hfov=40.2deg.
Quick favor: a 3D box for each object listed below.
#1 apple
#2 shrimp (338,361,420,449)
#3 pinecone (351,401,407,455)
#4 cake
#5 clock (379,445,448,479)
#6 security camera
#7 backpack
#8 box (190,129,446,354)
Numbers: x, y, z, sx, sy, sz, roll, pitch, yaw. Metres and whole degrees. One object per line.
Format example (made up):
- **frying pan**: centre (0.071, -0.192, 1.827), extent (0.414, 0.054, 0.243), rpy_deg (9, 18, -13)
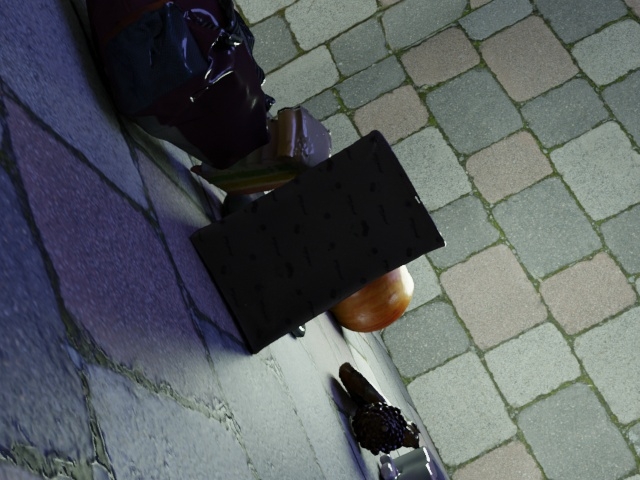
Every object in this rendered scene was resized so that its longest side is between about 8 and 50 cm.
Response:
- **apple**: centre (0.120, 0.112, 2.373), extent (0.286, 0.233, 0.286), rpy_deg (61, 4, -6)
- **shrimp**: centre (0.131, 0.358, 1.808), extent (0.222, 0.054, 0.290), rpy_deg (41, -13, 28)
- **pinecone**: centre (0.106, 0.347, 1.645), extent (0.109, 0.102, 0.102), rpy_deg (36, -20, 56)
- **cake**: centre (-0.091, -0.114, 1.381), extent (0.109, 0.225, 0.090), rpy_deg (26, 46, -51)
- **clock**: centre (0.230, 0.560, 1.747), extent (0.338, 0.102, 0.338), rpy_deg (61, 4, -7)
- **security camera**: centre (-0.078, 0.038, 1.555), extent (0.157, 0.080, 0.301), rpy_deg (-110, 174, -65)
- **backpack**: centre (-0.201, -0.277, 1.199), extent (0.317, 0.197, 0.283), rpy_deg (63, 6, 20)
- **box**: centre (0.000, 0.000, 1.244), extent (0.190, 0.297, 0.225), rpy_deg (59, 4, 1)
